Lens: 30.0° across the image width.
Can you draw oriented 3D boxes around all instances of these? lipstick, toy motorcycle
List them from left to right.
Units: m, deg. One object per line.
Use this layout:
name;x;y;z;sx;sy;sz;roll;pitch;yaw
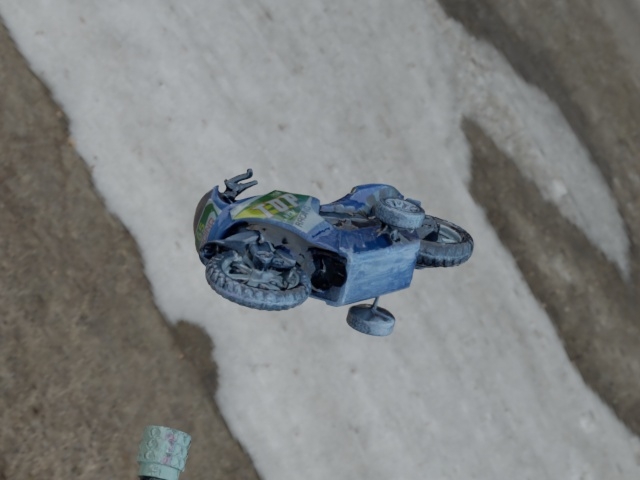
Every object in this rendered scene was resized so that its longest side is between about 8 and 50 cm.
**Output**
lipstick;-0.120;0.192;0.848;0.037;0.037;0.116;26;65;-38
toy motorcycle;0.000;0.000;0.836;0.135;0.092;0.254;28;25;36
